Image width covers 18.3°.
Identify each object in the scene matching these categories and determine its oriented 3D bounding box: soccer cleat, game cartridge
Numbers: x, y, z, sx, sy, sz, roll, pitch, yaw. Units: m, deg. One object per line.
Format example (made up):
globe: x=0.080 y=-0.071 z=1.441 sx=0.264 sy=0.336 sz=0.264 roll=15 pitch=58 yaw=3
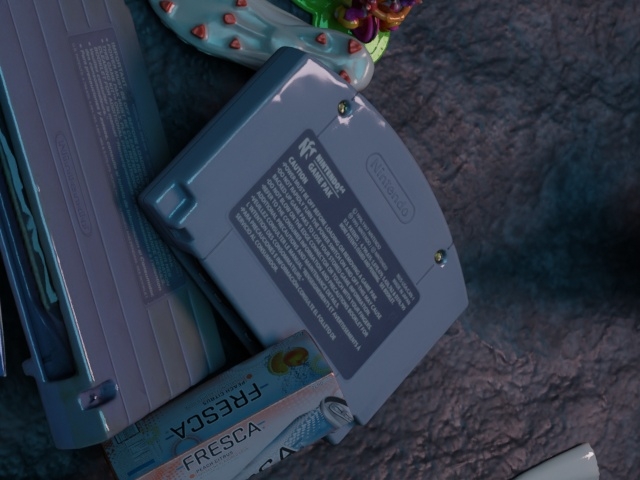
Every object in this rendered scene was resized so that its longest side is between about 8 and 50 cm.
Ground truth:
soccer cleat: x=-0.051 y=-0.165 z=1.596 sx=0.196 sy=0.076 sz=0.068 roll=24 pitch=84 yaw=-1
game cartridge: x=-0.177 y=-0.045 z=1.466 sx=0.068 sy=0.230 sz=0.355 roll=-14 pitch=95 yaw=18
game cartridge: x=0.000 y=0.000 z=1.569 sx=0.198 sy=0.062 sz=0.297 roll=-50 pitch=129 yaw=-21

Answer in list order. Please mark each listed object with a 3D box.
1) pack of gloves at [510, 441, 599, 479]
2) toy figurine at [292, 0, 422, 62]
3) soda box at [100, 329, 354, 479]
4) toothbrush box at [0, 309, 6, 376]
pack of gloves: x=0.172 y=0.306 z=1.690 sx=0.232 sy=0.046 sz=0.195 roll=-21 pitch=96 yaw=-22
toy figurine: x=0.047 y=-0.228 z=1.585 sx=0.130 sy=0.159 sz=0.173 roll=-10 pitch=93 yaw=-24
soda box: x=-0.072 y=0.145 z=1.513 sx=0.183 sy=0.058 sz=0.063 roll=-28 pitch=133 yaw=-5
toothbrush box: x=-0.388 y=0.046 z=1.357 sx=0.295 sy=0.216 sz=0.126 roll=-4 pitch=91 yaw=-25
